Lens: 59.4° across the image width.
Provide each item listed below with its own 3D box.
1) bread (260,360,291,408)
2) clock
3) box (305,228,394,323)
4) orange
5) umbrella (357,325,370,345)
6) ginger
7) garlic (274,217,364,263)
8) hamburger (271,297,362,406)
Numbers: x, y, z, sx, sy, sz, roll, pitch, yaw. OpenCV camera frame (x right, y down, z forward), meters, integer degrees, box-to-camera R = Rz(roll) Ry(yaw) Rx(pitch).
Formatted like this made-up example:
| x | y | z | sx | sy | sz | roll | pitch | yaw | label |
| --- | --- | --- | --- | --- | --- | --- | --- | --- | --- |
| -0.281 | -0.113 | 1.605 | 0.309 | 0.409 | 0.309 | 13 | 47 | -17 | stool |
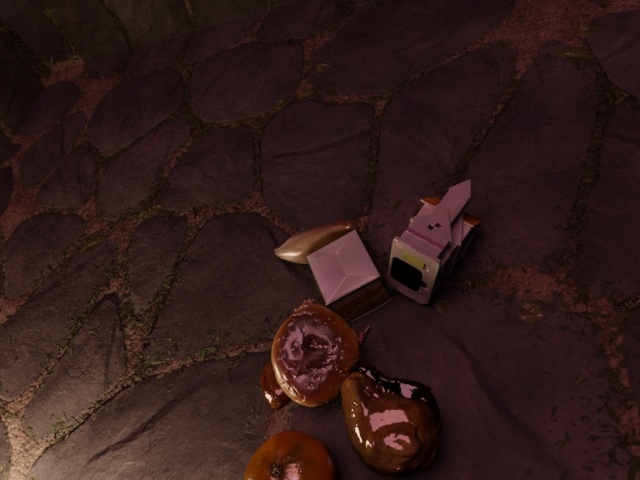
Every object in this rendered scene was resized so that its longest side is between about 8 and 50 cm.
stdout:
| x | y | z | sx | sy | sz | roll | pitch | yaw | label |
| --- | --- | --- | --- | --- | --- | --- | --- | --- | --- |
| -0.116 | 0.398 | 1.598 | 0.126 | 0.044 | 0.129 | -36 | 46 | -3 | bread |
| 0.324 | -0.014 | 1.563 | 0.166 | 0.235 | 0.309 | 31 | 62 | 20 | clock |
| 0.085 | 0.108 | 1.637 | 0.178 | 0.148 | 0.194 | -30 | 50 | 5 | box |
| -0.079 | 0.582 | 1.365 | 0.240 | 0.171 | 0.240 | -13 | 54 | 18 | orange |
| 0.090 | 0.307 | 1.576 | 0.027 | 0.025 | 0.165 | 33 | 75 | 7 | umbrella |
| 0.153 | 0.439 | 1.334 | 0.270 | 0.200 | 0.222 | 10 | 57 | 27 | ginger |
| 0.004 | 0.000 | 1.753 | 0.318 | 0.143 | 0.112 | -28 | 76 | 30 | garlic |
| -0.010 | 0.303 | 1.515 | 0.243 | 0.146 | 0.285 | -2 | 68 | 6 | hamburger |
